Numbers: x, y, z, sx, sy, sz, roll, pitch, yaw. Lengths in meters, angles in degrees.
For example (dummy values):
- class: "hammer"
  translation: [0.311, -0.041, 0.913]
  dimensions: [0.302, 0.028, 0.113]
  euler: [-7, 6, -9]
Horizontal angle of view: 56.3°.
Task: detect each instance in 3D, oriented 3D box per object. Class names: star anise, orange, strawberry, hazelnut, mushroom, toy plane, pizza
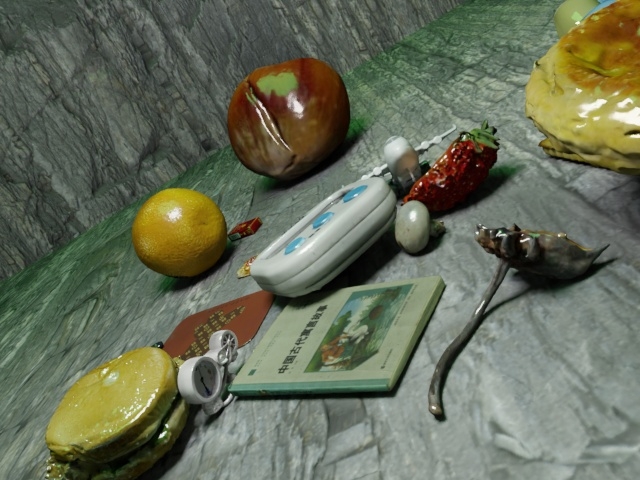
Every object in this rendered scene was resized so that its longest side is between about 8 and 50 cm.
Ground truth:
- class: "star anise"
  translation: [0.212, 0.085, 0.686]
  dimensions: [0.148, 0.219, 0.227]
  euler: [21, 95, 30]
- class: "orange"
  translation: [-0.332, -0.016, 1.416]
  dimensions: [0.236, 0.236, 0.236]
  euler: [-28, 21, 12]
- class: "strawberry"
  translation: [0.227, -0.112, 0.995]
  dimensions: [0.192, 0.085, 0.140]
  euler: [-44, -5, -22]
- class: "hazelnut"
  translation: [-0.083, -0.338, 1.692]
  dimensions: [0.373, 0.315, 0.372]
  euler: [-20, 53, 29]
- class: "mushroom"
  translation: [0.160, -0.021, 0.945]
  dimensions: [0.079, 0.085, 0.085]
  euler: [10, 18, -10]
- class: "toy plane"
  translation: [0.158, -0.144, 1.131]
  dimensions: [0.251, 0.101, 0.255]
  euler: [-29, 0, 7]
- class: "pizza"
  translation: [-0.149, 0.053, 1.266]
  dimensions: [0.078, 0.025, 0.083]
  euler: [-30, 21, 0]

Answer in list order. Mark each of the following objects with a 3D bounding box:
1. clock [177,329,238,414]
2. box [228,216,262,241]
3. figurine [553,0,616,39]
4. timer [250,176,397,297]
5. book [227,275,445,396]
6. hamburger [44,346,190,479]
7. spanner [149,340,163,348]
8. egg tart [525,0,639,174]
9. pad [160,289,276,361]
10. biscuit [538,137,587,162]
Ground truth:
- class: "clock"
  translation: [-0.155, 0.190, 0.874]
  dimensions: [0.041, 0.087, 0.129]
  euler: [-16, 25, 29]
- class: "box"
  translation: [-0.192, -0.028, 1.521]
  dimensions: [0.082, 0.023, 0.051]
  euler: [-18, 26, 35]
- class: "figurine"
  translation: [0.538, -0.388, 1.102]
  dimensions: [0.180, 0.153, 0.262]
  euler: [-4, 40, 6]
- class: "timer"
  translation: [0.007, -0.003, 1.025]
  dimensions: [0.262, 0.087, 0.237]
  euler: [-41, 10, -17]
- class: "book"
  translation: [0.020, 0.135, 0.836]
  dimensions: [0.283, 0.025, 0.215]
  euler: [-14, 26, 38]
- class: "hamburger"
  translation: [-0.273, 0.254, 0.851]
  dimensions: [0.215, 0.122, 0.189]
  euler: [-31, 24, -4]
- class: "spanner"
  translation: [-0.395, 0.259, 1.165]
  dimensions: [0.209, 0.012, 0.046]
  euler: [-36, 20, -5]
- class: "egg tart"
  translation: [0.457, -0.180, 0.666]
  dimensions: [0.444, 0.178, 0.443]
  euler: [-22, 30, 13]
- class: "pad"
  translation: [-0.202, 0.167, 1.116]
  dimensions: [0.267, 0.004, 0.181]
  euler: [-21, 22, 28]
- class: "biscuit"
  translation: [0.457, -0.160, 0.874]
  dimensions: [0.172, 0.029, 0.254]
  euler: [-33, 21, -4]
